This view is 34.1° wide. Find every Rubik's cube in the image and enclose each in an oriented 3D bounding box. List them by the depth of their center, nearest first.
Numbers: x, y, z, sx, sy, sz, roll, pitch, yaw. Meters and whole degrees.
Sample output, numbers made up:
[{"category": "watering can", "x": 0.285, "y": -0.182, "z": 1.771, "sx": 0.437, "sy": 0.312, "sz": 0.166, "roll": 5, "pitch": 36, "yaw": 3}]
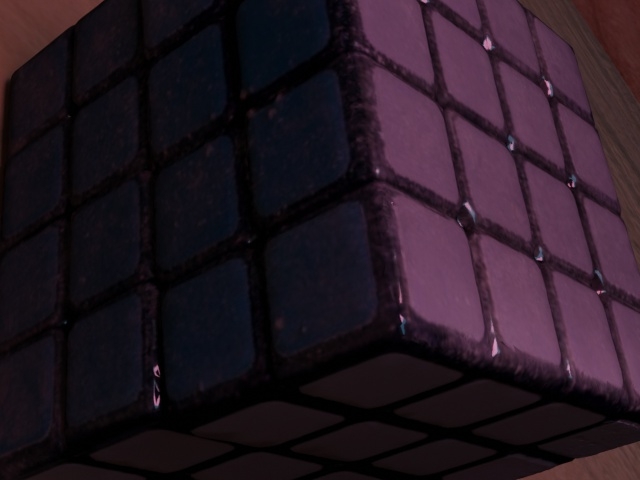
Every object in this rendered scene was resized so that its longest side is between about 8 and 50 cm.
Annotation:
[{"category": "Rubik's cube", "x": 0.000, "y": 0.000, "z": 0.751, "sx": 0.344, "sy": 0.337, "sz": 0.344, "roll": 23, "pitch": 49, "yaw": -45}]
